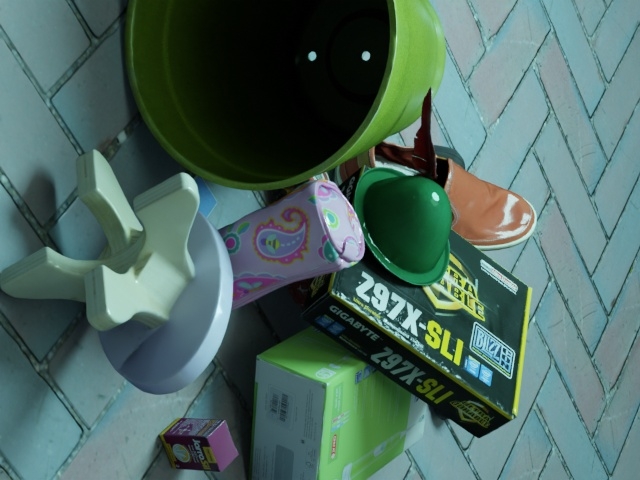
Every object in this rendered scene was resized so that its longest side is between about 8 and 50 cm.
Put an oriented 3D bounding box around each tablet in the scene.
[{"bbox_3d":[-0.167,-0.042,1.850,0.054,0.006,0.083,59,46,-33],"label":"tablet"}]

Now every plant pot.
[{"bbox_3d":[-0.005,-0.249,1.835,0.353,0.366,0.366,-5,92,-65],"label":"plant pot"}]

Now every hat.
[{"bbox_3d":[0.160,-0.056,1.837,0.208,0.183,0.173,16,55,-41],"label":"hat"}]

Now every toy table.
[{"bbox_3d":[-0.217,0.028,1.608,0.161,0.252,0.274,48,9,-44],"label":"toy table"}]

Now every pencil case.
[{"bbox_3d":[-0.089,0.027,1.723,0.124,0.284,0.124,51,24,-34],"label":"pencil case"}]

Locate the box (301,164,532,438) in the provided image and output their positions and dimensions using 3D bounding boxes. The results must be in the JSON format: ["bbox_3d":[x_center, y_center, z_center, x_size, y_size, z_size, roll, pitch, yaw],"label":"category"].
[{"bbox_3d":[0.140,0.083,1.931,0.322,0.079,0.257,36,43,-18],"label":"box"}]

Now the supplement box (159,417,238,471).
[{"bbox_3d":[-0.154,0.258,1.785,0.043,0.083,0.055,-40,118,-47],"label":"supplement box"}]

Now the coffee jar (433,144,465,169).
[{"bbox_3d":[0.169,-0.059,2.225,0.096,0.079,0.184,81,29,-52],"label":"coffee jar"}]

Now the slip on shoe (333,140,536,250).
[{"bbox_3d":[0.185,-0.070,2.118,0.331,0.101,0.123,18,59,-19],"label":"slip on shoe"}]

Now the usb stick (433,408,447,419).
[{"bbox_3d":[0.262,0.200,2.370,0.278,0.045,0.077,-42,114,-45],"label":"usb stick"}]

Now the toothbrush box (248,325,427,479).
[{"bbox_3d":[0.034,0.221,1.961,0.283,0.122,0.206,-25,127,-49],"label":"toothbrush box"}]

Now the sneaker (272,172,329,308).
[{"bbox_3d":[0.000,0.000,2.003,0.093,0.088,0.225,-27,113,-59],"label":"sneaker"}]
